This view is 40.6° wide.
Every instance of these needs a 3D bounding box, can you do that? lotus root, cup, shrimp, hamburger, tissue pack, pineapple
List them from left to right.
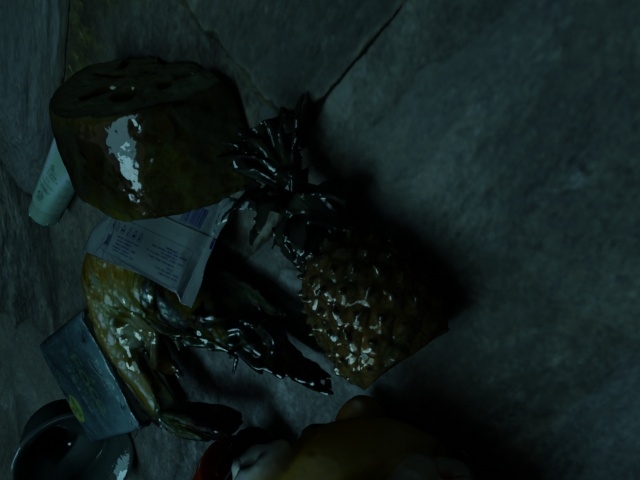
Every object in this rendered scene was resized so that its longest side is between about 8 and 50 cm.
[{"bbox_3d":[-0.434,0.343,1.475,0.150,0.199,0.199,38,143,56],"label":"cup"},{"bbox_3d":[-0.318,0.196,1.285,0.185,0.081,0.257,61,146,0],"label":"tissue pack"},{"bbox_3d":[-0.184,-0.104,0.880,0.235,0.138,0.119,15,135,39],"label":"lotus root"},{"bbox_3d":[-0.181,-0.014,0.957,0.193,0.026,0.122,22,88,39],"label":"tissue pack"},{"bbox_3d":[-0.149,0.132,1.004,0.445,0.085,0.271,12,113,43],"label":"shrimp"},{"bbox_3d":[0.000,0.000,0.731,0.251,0.125,0.125,57,145,13],"label":"pineapple"},{"bbox_3d":[0.032,0.273,0.773,0.237,0.277,0.276,48,144,35],"label":"hamburger"}]

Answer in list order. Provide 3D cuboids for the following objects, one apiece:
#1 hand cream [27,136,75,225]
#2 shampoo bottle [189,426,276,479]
[{"bbox_3d":[-0.344,-0.088,1.147,0.078,0.050,0.205,56,140,9],"label":"hand cream"},{"bbox_3d":[-0.115,0.316,1.098,0.104,0.104,0.278,49,144,16],"label":"shampoo bottle"}]
